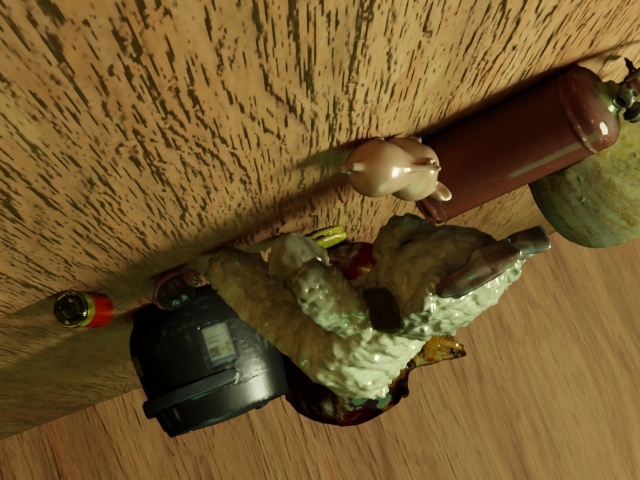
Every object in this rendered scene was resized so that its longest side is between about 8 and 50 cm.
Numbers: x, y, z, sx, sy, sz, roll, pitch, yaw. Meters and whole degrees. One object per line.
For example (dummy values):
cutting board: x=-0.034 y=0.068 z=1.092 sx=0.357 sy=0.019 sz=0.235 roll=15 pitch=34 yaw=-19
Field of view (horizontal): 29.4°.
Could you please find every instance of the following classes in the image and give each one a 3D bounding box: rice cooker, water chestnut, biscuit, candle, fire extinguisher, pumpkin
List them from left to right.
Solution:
candle: x=-0.318 y=0.095 z=1.669 sx=0.052 sy=0.052 sz=0.130 roll=-22 pitch=173 yaw=11
rice cooker: x=-0.195 y=0.199 z=2.059 sx=0.267 sy=0.224 sz=0.267 roll=-21 pitch=174 yaw=-2
biscuit: x=0.000 y=0.000 z=1.938 sx=0.084 sy=0.023 sz=0.084 roll=-21 pitch=174 yaw=-2
water chestnut: x=0.083 y=0.170 z=2.138 sx=0.347 sy=0.335 sz=0.335 roll=15 pitch=177 yaw=10
fire extinguisher: x=0.266 y=-0.140 z=1.462 sx=0.337 sy=0.106 sz=0.147 roll=-25 pitch=-158 yaw=26
pumpkin: x=0.332 y=-0.107 z=1.516 sx=0.110 sy=0.217 sz=0.217 roll=19 pitch=147 yaw=-37

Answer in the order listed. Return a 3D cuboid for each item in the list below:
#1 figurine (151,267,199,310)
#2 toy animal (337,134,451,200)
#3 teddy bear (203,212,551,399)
figurine: x=-0.212 y=0.076 z=1.801 sx=0.072 sy=0.054 sz=0.129 roll=-23 pitch=175 yaw=-12
toy animal: x=0.082 y=-0.081 z=1.412 sx=0.150 sy=0.083 sz=0.089 roll=8 pitch=126 yaw=-44
teddy bear: x=0.078 y=0.018 z=1.633 sx=0.327 sy=0.375 sz=0.362 roll=-11 pitch=140 yaw=-45
